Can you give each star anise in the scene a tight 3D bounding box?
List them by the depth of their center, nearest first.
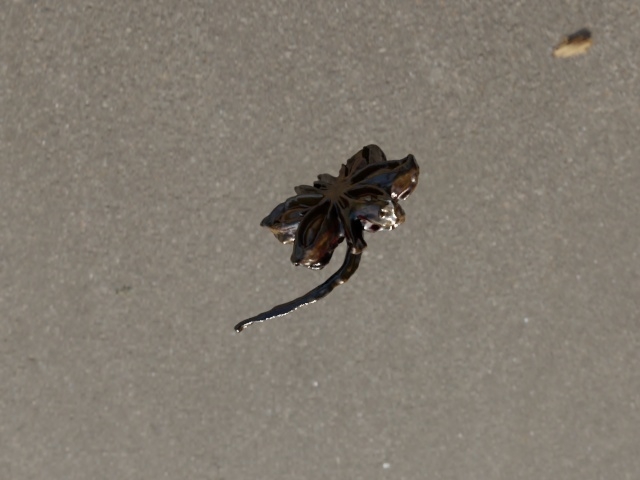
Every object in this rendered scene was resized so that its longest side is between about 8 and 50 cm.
[{"bbox_3d":[0.000,0.000,0.717,0.191,0.097,0.070,-36,131,2],"label":"star anise"}]
